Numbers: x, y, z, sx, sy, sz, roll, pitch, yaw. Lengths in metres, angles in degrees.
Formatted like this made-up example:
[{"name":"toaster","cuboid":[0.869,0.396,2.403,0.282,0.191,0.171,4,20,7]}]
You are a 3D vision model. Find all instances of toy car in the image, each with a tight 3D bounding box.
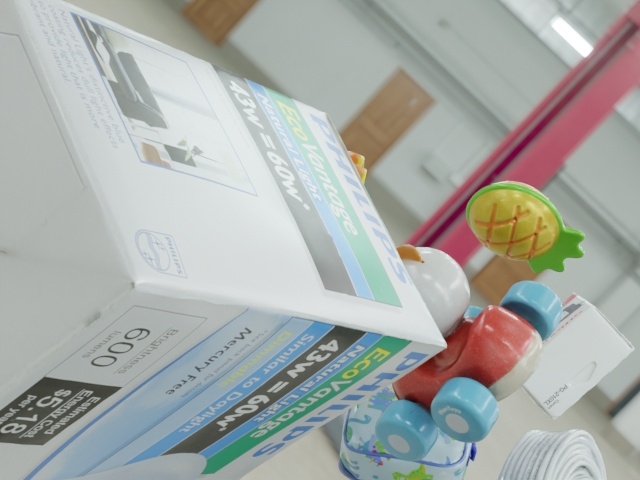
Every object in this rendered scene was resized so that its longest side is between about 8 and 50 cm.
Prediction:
[{"name":"toy car","cuboid":[0.124,0.093,1.625,0.238,0.219,0.210,49,-38,-9]}]

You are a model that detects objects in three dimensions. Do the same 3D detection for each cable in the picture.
[{"name":"cable","cuboid":[0.312,0.383,1.866,0.089,0.257,0.257,4,-28,34]}]

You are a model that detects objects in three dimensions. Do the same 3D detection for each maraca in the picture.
[{"name":"maraca","cuboid":[0.296,-0.017,1.995,0.185,0.127,0.099,34,45,-15]}]

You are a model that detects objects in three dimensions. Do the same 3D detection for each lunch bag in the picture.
[{"name":"lunch bag","cuboid":[0.123,0.232,1.821,0.176,0.090,0.219,8,44,6]}]

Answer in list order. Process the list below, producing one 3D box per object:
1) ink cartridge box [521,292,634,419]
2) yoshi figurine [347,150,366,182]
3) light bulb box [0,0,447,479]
[{"name":"ink cartridge box","cuboid":[0.394,0.183,2.226,0.100,0.172,0.237,48,4,0]},{"name":"yoshi figurine","cuboid":[-0.134,-0.056,1.696,0.362,0.203,0.203,13,-37,0]},{"name":"light bulb box","cuboid":[-0.171,0.056,0.946,0.361,0.358,0.225,15,43,-56]}]
